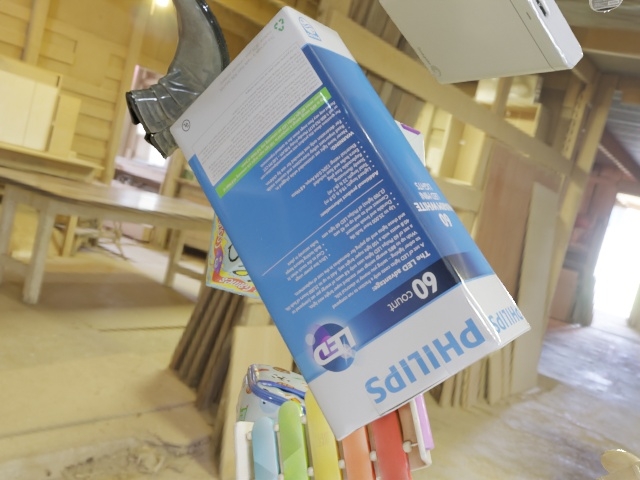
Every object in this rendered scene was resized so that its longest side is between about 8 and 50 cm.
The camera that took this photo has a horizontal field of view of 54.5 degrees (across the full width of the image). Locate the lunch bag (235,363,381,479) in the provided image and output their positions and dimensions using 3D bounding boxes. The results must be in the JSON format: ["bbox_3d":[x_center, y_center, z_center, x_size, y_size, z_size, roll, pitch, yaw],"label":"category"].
[{"bbox_3d":[-0.004,0.330,1.138,0.303,0.115,0.243,20,-4,-8],"label":"lunch bag"}]

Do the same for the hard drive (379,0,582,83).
[{"bbox_3d":[0.271,-0.393,1.121,0.233,0.047,0.353,46,-11,-25],"label":"hard drive"}]

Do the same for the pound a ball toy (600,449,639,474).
[{"bbox_3d":[0.483,0.543,1.110,0.208,0.319,0.136,45,-5,-8],"label":"pound a ball toy"}]

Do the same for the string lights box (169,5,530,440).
[{"bbox_3d":[0.011,-0.014,0.436,0.076,0.133,0.260,-4,61,-59],"label":"string lights box"}]

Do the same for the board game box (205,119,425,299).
[{"bbox_3d":[-0.015,-0.033,0.765,0.142,0.144,0.275,18,-31,-29],"label":"board game box"}]

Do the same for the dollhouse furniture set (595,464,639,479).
[{"bbox_3d":[0.601,0.434,0.903,0.355,0.303,0.174,52,18,-44],"label":"dollhouse furniture set"}]

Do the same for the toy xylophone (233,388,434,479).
[{"bbox_3d":[0.026,0.313,0.878,0.081,0.322,0.236,34,32,-51],"label":"toy xylophone"}]

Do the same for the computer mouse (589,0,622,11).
[{"bbox_3d":[0.569,-0.539,1.235,0.106,0.042,0.193,-4,-28,17],"label":"computer mouse"}]

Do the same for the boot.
[{"bbox_3d":[-0.214,-0.238,0.915,0.161,0.247,0.083,-29,47,-17],"label":"boot"}]
